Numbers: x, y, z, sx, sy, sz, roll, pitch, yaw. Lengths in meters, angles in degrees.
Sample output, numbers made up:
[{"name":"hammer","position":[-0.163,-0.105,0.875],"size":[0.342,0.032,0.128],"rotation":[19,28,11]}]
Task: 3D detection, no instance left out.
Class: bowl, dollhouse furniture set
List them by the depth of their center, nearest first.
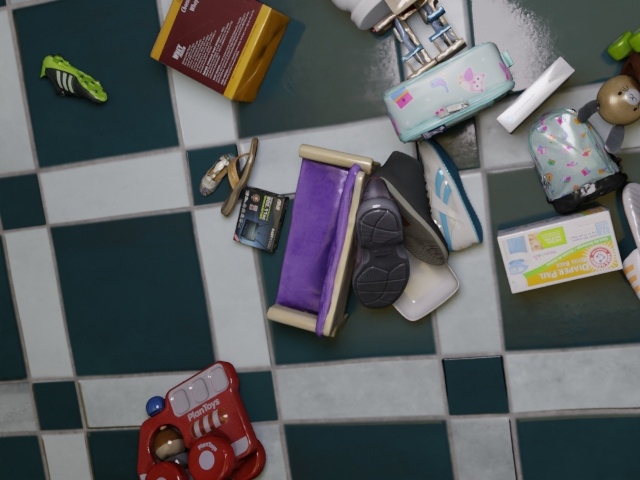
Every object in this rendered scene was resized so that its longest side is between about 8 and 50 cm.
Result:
[{"name":"dollhouse furniture set","position":[0.174,-0.381,1.335],"size":[0.129,0.183,0.129],"rotation":[-35,89,17]},{"name":"bowl","position":[0.194,0.072,1.463],"size":[0.142,0.053,0.142],"rotation":[-40,88,18]}]

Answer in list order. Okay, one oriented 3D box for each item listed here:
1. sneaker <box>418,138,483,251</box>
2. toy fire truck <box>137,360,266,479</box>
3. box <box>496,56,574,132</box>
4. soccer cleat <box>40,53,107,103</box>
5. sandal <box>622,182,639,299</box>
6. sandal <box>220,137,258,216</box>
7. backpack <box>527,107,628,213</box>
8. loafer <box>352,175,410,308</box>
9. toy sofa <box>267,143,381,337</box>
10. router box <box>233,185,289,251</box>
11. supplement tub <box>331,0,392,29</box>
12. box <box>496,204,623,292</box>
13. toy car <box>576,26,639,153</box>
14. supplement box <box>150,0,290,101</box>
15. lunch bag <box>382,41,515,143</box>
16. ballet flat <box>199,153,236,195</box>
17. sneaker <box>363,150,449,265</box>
[{"name":"sneaker","position":[0.233,-0.087,1.415],"size":[0.092,0.087,0.229],"rotation":[-23,88,24]},{"name":"toy fire truck","position":[-0.281,0.436,1.603],"size":[0.302,0.169,0.254],"rotation":[-31,65,16]},{"name":"box","position":[0.381,-0.253,1.298],"size":[0.038,0.186,0.145],"rotation":[46,107,4]},{"name":"soccer cleat","position":[-0.542,-0.341,1.600],"size":[0.179,0.060,0.072],"rotation":[36,115,14]},{"name":"sandal","position":[0.598,0.027,1.338],"size":[0.076,0.101,0.265],"rotation":[-36,61,57]},{"name":"sandal","position":[-0.177,-0.134,1.519],"size":[0.049,0.072,0.180],"rotation":[24,109,-12]},{"name":"backpack","position":[0.459,-0.156,1.330],"size":[0.151,0.115,0.182],"rotation":[-27,88,19]},{"name":"loafer","position":[0.111,0.009,1.355],"size":[0.109,0.095,0.303],"rotation":[-2,139,2]},{"name":"toy sofa","position":[0.000,0.000,1.441],"size":[0.150,0.177,0.363],"rotation":[14,102,13]},{"name":"router box","position":[-0.126,-0.046,1.538],"size":[0.092,0.038,0.123],"rotation":[16,102,11]},{"name":"supplement tub","position":[0.062,-0.550,1.336],"size":[0.191,0.191,0.272],"rotation":[-35,88,17]},{"name":"box","position":[0.446,0.016,1.363],"size":[0.203,0.103,0.114],"rotation":[-15,94,16]},{"name":"toy car","position":[0.537,-0.251,1.259],"size":[0.155,0.149,0.188],"rotation":[44,89,-5]},{"name":"supplement box","position":[-0.199,-0.408,1.457],"size":[0.194,0.129,0.191],"rotation":[28,104,9]},{"name":"lunch bag","position":[0.233,-0.260,1.288],"size":[0.224,0.279,0.108],"rotation":[-22,96,14]},{"name":"ballet flat","position":[-0.226,-0.141,1.550],"size":[0.041,0.041,0.114],"rotation":[44,106,5]},{"name":"sneaker","position":[0.187,-0.063,1.370],"size":[0.222,0.118,0.083],"rotation":[50,143,-16]}]
